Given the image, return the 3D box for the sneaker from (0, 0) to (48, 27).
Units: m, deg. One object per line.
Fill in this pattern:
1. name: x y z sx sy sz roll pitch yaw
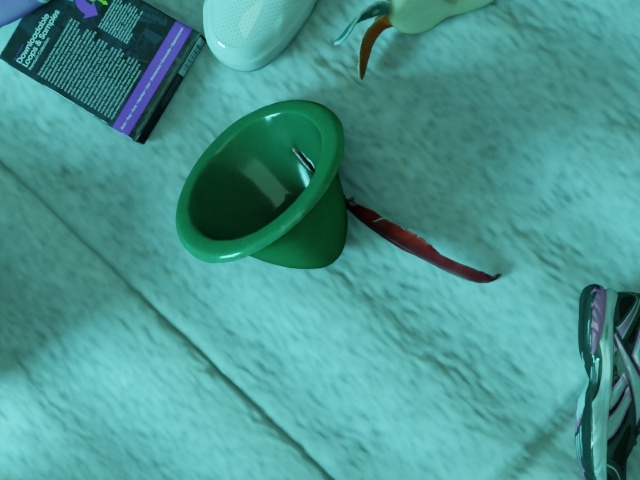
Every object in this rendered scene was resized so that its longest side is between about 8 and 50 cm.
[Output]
1. sneaker: -0.299 -0.342 1.229 0.161 0.102 0.282 -26 83 14

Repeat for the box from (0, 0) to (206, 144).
1. box: -0.202 -0.177 1.237 0.162 0.029 0.116 32 90 11

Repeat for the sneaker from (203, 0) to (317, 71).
1. sneaker: -0.036 -0.294 1.144 0.108 0.169 0.293 25 91 11

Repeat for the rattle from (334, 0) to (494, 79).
1. rattle: 0.082 -0.254 1.169 0.199 0.130 0.143 -40 66 32

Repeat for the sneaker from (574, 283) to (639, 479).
1. sneaker: 0.254 0.126 1.099 0.077 0.072 0.178 2 91 1

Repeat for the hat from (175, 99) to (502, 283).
1. hat: 0.000 0.000 1.183 0.173 0.183 0.208 -46 37 -3
